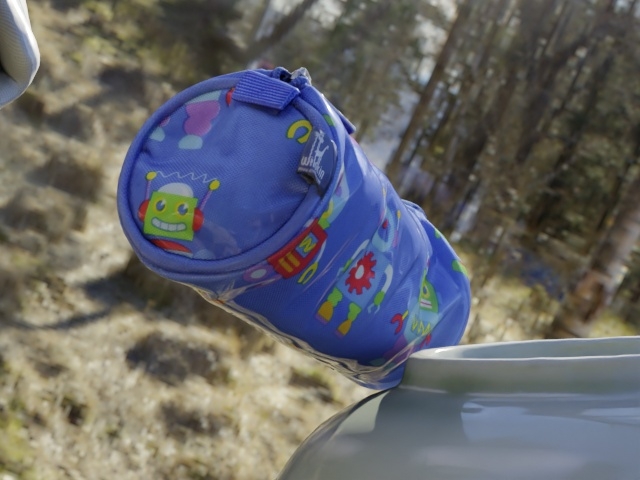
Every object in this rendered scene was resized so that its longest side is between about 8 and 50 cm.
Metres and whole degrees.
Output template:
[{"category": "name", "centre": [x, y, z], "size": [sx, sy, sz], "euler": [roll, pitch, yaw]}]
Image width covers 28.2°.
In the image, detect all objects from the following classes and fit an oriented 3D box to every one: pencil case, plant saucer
[{"category": "pencil case", "centre": [0.000, 0.000, 0.765], "size": [0.119, 0.133, 0.306], "euler": [29, -5, 27]}, {"category": "plant saucer", "centre": [0.157, 0.110, 0.740], "size": [0.400, 0.101, 0.400], "euler": [-3, -3, 0]}]

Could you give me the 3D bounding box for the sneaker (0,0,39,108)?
[{"category": "sneaker", "centre": [-0.211, -0.160, 0.505], "size": [0.297, 0.111, 0.129], "euler": [40, 3, -46]}]
